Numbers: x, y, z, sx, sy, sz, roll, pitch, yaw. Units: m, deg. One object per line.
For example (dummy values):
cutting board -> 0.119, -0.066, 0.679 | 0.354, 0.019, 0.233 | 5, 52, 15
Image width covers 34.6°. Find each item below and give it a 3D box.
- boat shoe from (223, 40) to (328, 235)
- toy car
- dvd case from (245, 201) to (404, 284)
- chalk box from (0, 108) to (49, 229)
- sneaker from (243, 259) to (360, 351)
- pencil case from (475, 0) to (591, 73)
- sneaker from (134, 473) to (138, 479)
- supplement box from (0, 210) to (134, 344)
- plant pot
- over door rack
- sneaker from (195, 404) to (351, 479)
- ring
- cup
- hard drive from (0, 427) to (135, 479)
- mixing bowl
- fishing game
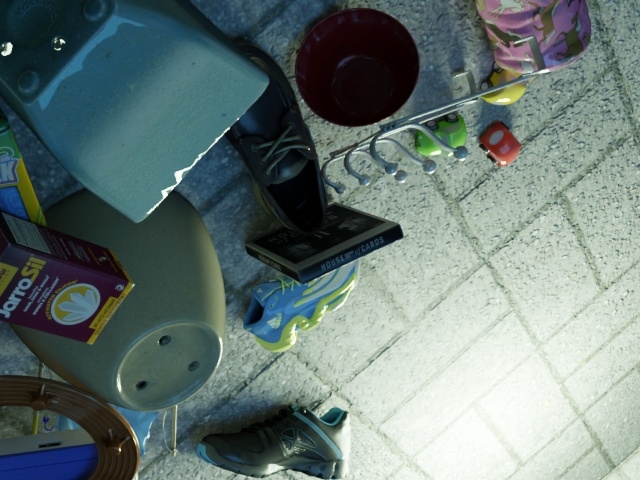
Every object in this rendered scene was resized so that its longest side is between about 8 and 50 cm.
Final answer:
boat shoe -> -0.060, -0.144, 1.530 | 0.132, 0.130, 0.355 | -36, 138, -7
toy car -> 0.269, -0.194, 1.789 | 0.225, 0.053, 0.239 | -23, 134, -20
dvd case -> 0.000, 0.000, 1.624 | 0.179, 0.239, 0.029 | -25, 109, -18
chalk box -> -0.461, -0.087, 1.247 | 0.179, 0.180, 0.289 | -26, 135, -18
sneaker -> -0.039, 0.092, 1.770 | 0.240, 0.091, 0.126 | -50, 137, 10
pencil case -> 0.304, -0.428, 1.550 | 0.160, 0.167, 0.386 | -65, 147, -29
sneaker -> -0.373, 0.396, 1.781 | 0.105, 0.095, 0.236 | -15, 126, -20
supplement box -> -0.339, 0.047, 1.255 | 0.188, 0.081, 0.104 | 24, 108, -46
plant pot -> -0.261, -0.212, 1.188 | 0.248, 0.247, 0.252 | -46, 158, 5
over door rack -> 0.179, -0.173, 1.577 | 0.324, 0.239, 0.108 | -33, 96, -19
sneaker -> -0.086, 0.379, 1.980 | 0.341, 0.125, 0.139 | 10, 90, -38
ring -> -0.434, 0.316, 1.495 | 0.337, 0.032, 0.336 | -2, 131, -2
cup -> -0.271, 0.112, 1.508 | 0.331, 0.237, 0.331 | -19, 133, -22
hard drive -> -0.397, 0.424, 1.645 | 0.210, 0.040, 0.318 | -7, 130, -3
mixing bowl -> 0.059, -0.244, 1.531 | 0.181, 0.181, 0.098 | -42, 169, 0
fishing game -> -0.349, 0.286, 1.677 | 0.264, 0.041, 0.189 | 9, 73, -39
